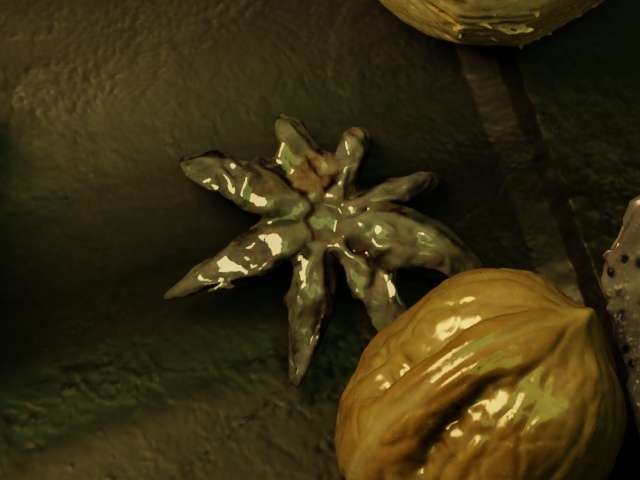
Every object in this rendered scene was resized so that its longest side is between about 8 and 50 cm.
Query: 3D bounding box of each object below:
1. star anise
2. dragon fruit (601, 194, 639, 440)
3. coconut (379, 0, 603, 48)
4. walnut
[{"bbox_3d":[0.000,0.000,1.209,0.204,0.061,0.180,40,75,9],"label":"star anise"},{"bbox_3d":[0.297,0.043,1.148,0.221,0.204,0.282,-8,94,22],"label":"dragon fruit"},{"bbox_3d":[0.122,-0.255,1.203,0.247,0.245,0.245,-41,78,-8],"label":"coconut"},{"bbox_3d":[0.094,0.100,1.123,0.155,0.155,0.184,47,111,11],"label":"walnut"}]
